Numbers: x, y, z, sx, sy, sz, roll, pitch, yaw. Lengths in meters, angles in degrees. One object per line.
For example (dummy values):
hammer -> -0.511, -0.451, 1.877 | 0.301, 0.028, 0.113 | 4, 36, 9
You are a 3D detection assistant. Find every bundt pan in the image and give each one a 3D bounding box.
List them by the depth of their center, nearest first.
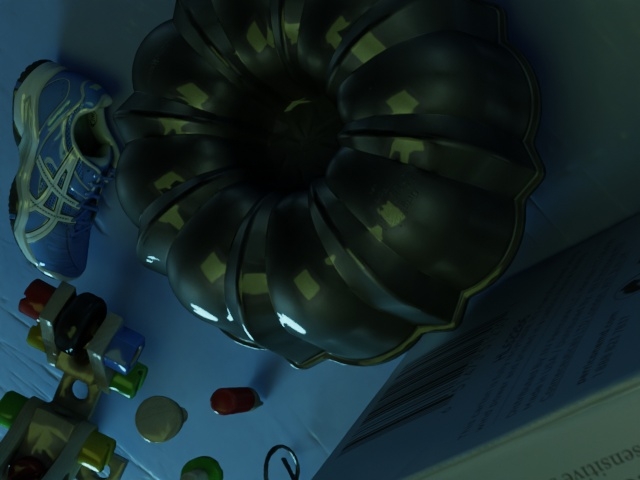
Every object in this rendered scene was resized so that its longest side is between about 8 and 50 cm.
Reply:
bundt pan -> -0.014, -0.073, 0.915 | 0.330, 0.124, 0.331 | -4, 81, 26

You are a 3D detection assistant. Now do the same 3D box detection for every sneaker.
sneaker -> -0.228, -0.053, 1.150 | 0.081, 0.080, 0.211 | 15, 121, 23

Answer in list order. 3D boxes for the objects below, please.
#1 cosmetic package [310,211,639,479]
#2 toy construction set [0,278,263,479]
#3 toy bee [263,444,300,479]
cosmetic package -> 0.245, 0.223, 0.893 | 0.327, 0.329, 0.394 | -32, 98, 34
toy construction set -> -0.206, 0.166, 1.212 | 0.308, 0.237, 0.258 | 0, 84, 9
toy bee -> -0.054, 0.369, 1.224 | 0.162, 0.195, 0.298 | -19, 63, 27
